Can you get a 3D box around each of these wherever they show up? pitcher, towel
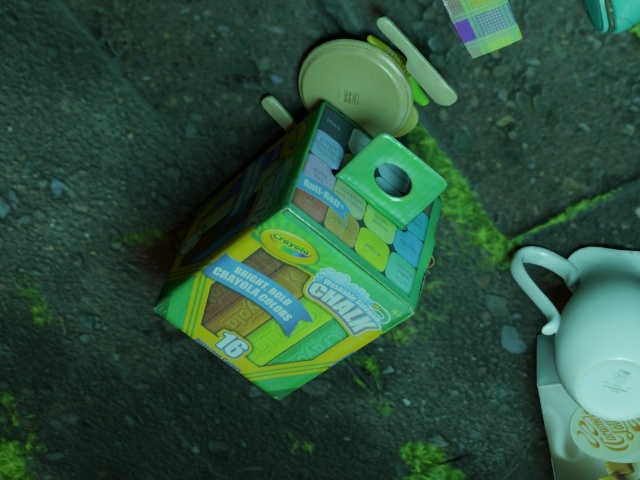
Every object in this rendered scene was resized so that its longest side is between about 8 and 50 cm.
[{"bbox_3d":[0.283,0.085,1.503,0.178,0.207,0.125,13,125,0],"label":"pitcher"},{"bbox_3d":[0.160,-0.225,1.421,0.060,0.009,0.083,-19,121,19],"label":"towel"}]

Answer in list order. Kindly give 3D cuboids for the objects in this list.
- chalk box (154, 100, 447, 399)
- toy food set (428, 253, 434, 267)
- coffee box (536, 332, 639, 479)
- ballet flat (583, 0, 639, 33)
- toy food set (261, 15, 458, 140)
[{"bbox_3d":[0.000,0.000,1.471,0.180,0.179,0.289,38,131,-18],"label":"chalk box"},{"bbox_3d":[0.082,0.039,1.614,0.078,0.019,0.122,40,113,-20],"label":"toy food set"},{"bbox_3d":[0.336,0.224,1.658,0.141,0.098,0.246,-6,124,12],"label":"coffee box"},{"bbox_3d":[0.262,-0.310,1.316,0.087,0.083,0.247,-26,121,-4],"label":"ballet flat"},{"bbox_3d":[0.040,-0.153,1.477,0.192,0.038,0.132,-29,112,37],"label":"toy food set"}]
